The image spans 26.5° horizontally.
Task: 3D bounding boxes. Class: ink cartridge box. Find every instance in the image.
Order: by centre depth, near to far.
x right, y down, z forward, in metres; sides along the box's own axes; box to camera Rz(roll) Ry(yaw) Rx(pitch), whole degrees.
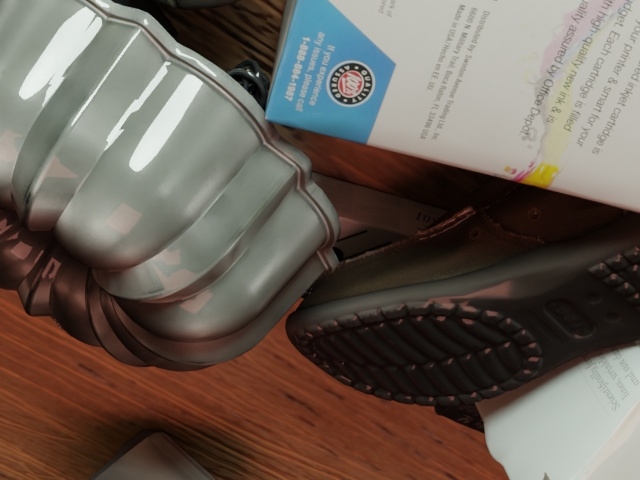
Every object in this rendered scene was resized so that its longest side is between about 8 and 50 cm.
[{"bbox_3d":[0.128,-0.166,0.784,0.270,0.197,0.198,14,133,-7],"label":"ink cartridge box"},{"bbox_3d":[0.000,0.000,1.064,0.207,0.046,0.097,15,133,-9],"label":"ink cartridge box"}]

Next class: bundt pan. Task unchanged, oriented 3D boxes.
[{"bbox_3d":[-0.156,-0.026,0.887,0.331,0.124,0.331,27,158,12],"label":"bundt pan"}]

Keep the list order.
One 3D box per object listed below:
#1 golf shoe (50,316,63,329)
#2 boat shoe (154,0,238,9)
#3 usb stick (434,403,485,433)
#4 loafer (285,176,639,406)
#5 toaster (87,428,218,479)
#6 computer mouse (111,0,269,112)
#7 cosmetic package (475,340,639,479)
[{"bbox_3d":[-0.218,-0.009,1.074,0.086,0.067,0.186,-37,124,2],"label":"golf shoe"},{"bbox_3d":[-0.063,-0.275,0.759,0.123,0.116,0.324,2,138,-6],"label":"boat shoe"},{"bbox_3d":[0.228,0.174,1.210,0.278,0.045,0.077,23,139,-16],"label":"usb stick"},{"bbox_3d":[0.143,0.019,0.973,0.366,0.130,0.134,-16,135,28],"label":"loafer"},{"bbox_3d":[-0.165,0.288,1.224,0.146,0.227,0.129,29,140,27],"label":"toaster"},{"bbox_3d":[-0.171,-0.142,0.945,0.262,0.060,0.184,30,145,-19],"label":"computer mouse"},{"bbox_3d":[0.320,0.188,1.076,0.385,0.217,0.156,30,108,-23],"label":"cosmetic package"}]
